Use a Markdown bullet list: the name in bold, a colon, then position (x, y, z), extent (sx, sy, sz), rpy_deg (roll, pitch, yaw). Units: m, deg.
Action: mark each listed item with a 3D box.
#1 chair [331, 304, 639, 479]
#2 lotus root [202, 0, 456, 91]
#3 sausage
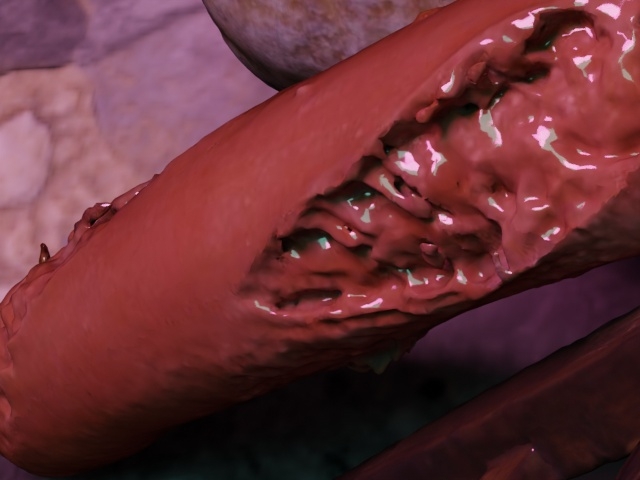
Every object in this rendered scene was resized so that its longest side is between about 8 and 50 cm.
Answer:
- **chair**: position (0.108, 0.141, 0.360), extent (0.240, 0.416, 0.203), rpy_deg (44, 50, -4)
- **lotus root**: position (0.110, -0.098, 0.521), extent (0.349, 0.175, 0.175), rpy_deg (5, 67, 19)
- **sausage**: position (-0.002, 0.000, 0.483), extent (0.326, 0.087, 0.079), rpy_deg (-25, 71, 47)
